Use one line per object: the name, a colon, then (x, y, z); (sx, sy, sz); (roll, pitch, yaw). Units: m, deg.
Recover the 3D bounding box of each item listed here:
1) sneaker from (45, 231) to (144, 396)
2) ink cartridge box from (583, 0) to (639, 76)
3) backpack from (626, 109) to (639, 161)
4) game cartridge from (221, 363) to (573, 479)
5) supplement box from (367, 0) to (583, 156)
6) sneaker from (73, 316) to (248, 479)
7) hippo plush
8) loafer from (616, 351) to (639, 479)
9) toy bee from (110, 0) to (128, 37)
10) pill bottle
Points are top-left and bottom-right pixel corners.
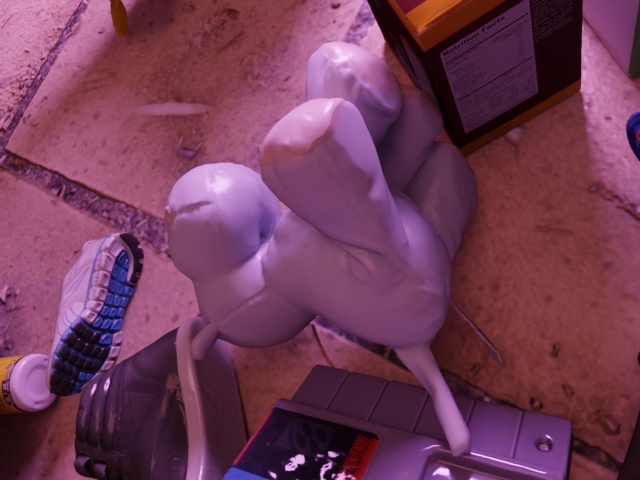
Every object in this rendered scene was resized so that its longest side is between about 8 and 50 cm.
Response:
sneaker: (-0.270, 0.081, 0.652); (0.083, 0.071, 0.190); (0, 62, 30)
ink cartridge box: (0.353, -0.284, 0.434); (0.278, 0.201, 0.117); (-26, 63, 13)
backpack: (0.297, -0.067, 0.409); (0.117, 0.158, 0.173); (-24, 48, 34)
game cartridge: (0.015, 0.220, 0.349); (0.230, 0.068, 0.355); (10, 33, 24)
supplement box: (0.124, -0.220, 0.514); (0.129, 0.194, 0.191); (-30, 62, 10)
sneaker: (-0.145, 0.229, 0.520); (0.147, 0.104, 0.295); (-24, 57, 16)
hippo plush: (0.000, 0.000, 0.514); (0.237, 0.234, 0.294); (-17, 106, 36)
loafer: (0.234, 0.173, 0.382); (0.078, 0.080, 0.219); (-5, 69, 21)
toy bee: (-0.265, -0.383, 0.788); (0.162, 0.299, 0.195); (-121, 43, -56)
pill bottle: (-0.366, 0.168, 0.656); (0.116, 0.065, 0.065); (-11, 67, 20)
